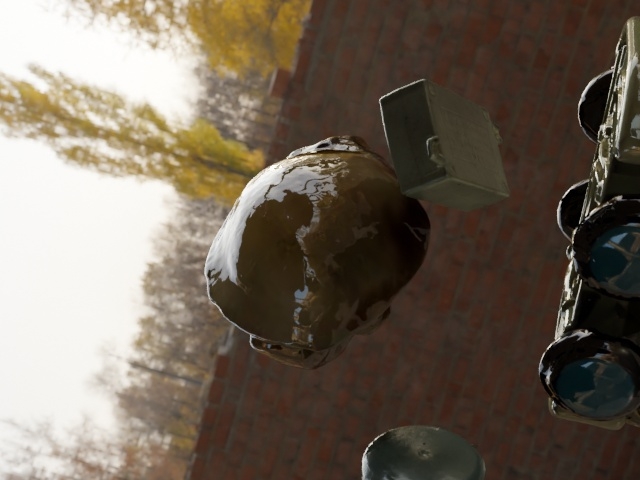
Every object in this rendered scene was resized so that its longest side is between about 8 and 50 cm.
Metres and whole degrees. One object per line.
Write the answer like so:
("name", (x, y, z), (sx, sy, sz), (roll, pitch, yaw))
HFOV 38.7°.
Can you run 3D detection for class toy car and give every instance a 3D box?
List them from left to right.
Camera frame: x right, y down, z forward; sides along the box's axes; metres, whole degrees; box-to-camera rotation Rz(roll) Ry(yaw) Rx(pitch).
("toy car", (0.241, 0.004, 0.531), (0.204, 0.198, 0.247), (-63, -21, -54))

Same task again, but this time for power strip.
("power strip", (0.102, -0.062, 0.667), (0.175, 0.042, 0.075), (11, -117, -55))

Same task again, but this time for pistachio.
("pistachio", (0.000, 0.000, 0.665), (0.130, 0.165, 0.210), (74, -162, -46))

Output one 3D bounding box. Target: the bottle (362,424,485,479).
("bottle", (0.067, 0.266, 0.625), (0.082, 0.082, 0.286), (-82, -8, -67))
